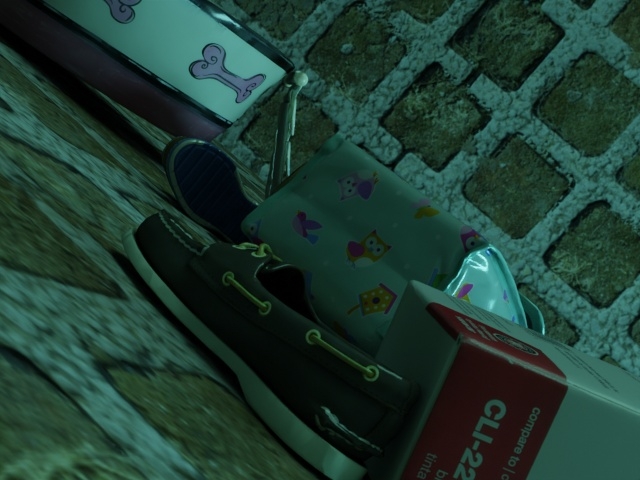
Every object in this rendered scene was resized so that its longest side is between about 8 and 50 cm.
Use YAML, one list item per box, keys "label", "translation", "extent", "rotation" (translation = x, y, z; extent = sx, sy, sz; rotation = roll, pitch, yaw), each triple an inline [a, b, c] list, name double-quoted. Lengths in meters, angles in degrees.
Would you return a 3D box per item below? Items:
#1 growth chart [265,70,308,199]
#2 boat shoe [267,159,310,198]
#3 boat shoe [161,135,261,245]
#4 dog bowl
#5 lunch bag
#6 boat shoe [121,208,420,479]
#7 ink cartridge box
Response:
- label: "growth chart"
  translation: [-0.046, -0.095, 1.715]
  extent: [0.021, 0.237, 0.172]
  rotation: [6, 14, -8]
- label: "boat shoe"
  translation: [0.000, 0.000, 1.539]
  extent: [0.089, 0.104, 0.285]
  rotation: [46, -5, 13]
- label: "boat shoe"
  translation: [-0.113, -0.049, 1.389]
  extent: [0.066, 0.066, 0.183]
  rotation: [37, -10, 36]
- label: "dog bowl"
  translation: [-0.238, -0.259, 1.652]
  extent: [0.408, 0.150, 0.408]
  rotation: [34, 3, -2]
- label: "lunch bag"
  translation: [0.082, 0.059, 1.323]
  extent: [0.223, 0.160, 0.262]
  rotation: [39, -11, 40]
- label: "boat shoe"
  translation: [-0.031, 0.044, 0.796]
  extent: [0.228, 0.068, 0.081]
  rotation: [43, 3, 38]
- label: "ink cartridge box"
  translation: [0.166, 0.137, 0.828]
  extent: [0.273, 0.114, 0.197]
  rotation: [23, 5, -6]
